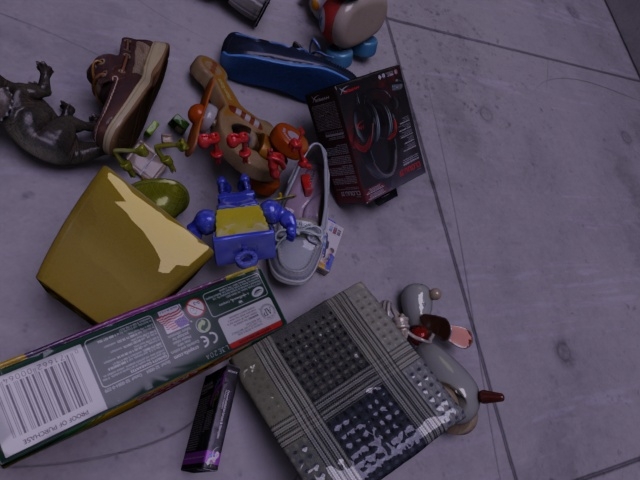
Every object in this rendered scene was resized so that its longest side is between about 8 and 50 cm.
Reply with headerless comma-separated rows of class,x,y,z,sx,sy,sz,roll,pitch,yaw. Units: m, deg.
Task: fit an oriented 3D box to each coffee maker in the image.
coffee maker,-0.205,-0.633,1.318,0.178,0.120,0.171,25,35,-19

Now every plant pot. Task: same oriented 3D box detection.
plant pot,-0.329,0.044,0.877,0.212,0.212,0.187,39,65,-8

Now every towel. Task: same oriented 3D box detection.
towel,0.043,0.263,0.971,0.312,0.056,0.324,-27,64,-20

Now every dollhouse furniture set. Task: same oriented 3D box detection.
dollhouse furniture set,-0.328,-0.187,1.085,0.076,0.058,0.152,38,74,-18

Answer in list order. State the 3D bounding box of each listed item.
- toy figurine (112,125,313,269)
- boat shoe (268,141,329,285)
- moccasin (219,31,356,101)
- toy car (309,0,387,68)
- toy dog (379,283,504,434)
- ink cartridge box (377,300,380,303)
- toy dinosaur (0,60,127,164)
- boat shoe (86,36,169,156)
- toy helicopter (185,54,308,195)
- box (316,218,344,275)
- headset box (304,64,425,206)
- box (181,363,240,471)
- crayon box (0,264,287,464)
toy figurine,-0.169,-0.046,0.937,0.361,0.191,0.217,-7,53,-12
boat shoe,-0.038,-0.059,1.122,0.118,0.103,0.321,13,57,2
moccasin,-0.062,-0.424,1.277,0.341,0.137,0.117,11,58,-26
toy car,0.032,-0.613,1.412,0.237,0.219,0.210,35,50,25
toy dog,0.271,0.239,1.126,0.220,0.160,0.334,-1,70,-65
ink cartridge box,0.067,0.196,1.108,0.150,0.063,0.109,-8,72,-32
toy dinosaur,-0.494,-0.205,0.957,0.313,0.120,0.161,48,48,-32
boat shoe,-0.383,-0.290,1.023,0.123,0.123,0.342,17,46,-14
toy helicopter,-0.199,-0.262,1.121,0.234,0.140,0.355,2,50,-48
box,0.000,0.000,1.183,0.081,0.028,0.136,29,59,-14
headset box,0.114,-0.228,1.249,0.218,0.110,0.294,-28,109,-35
box,-0.181,0.295,0.890,0.029,0.116,0.162,21,59,-22
crayon box,-0.272,0.183,0.767,0.362,0.313,0.106,-21,80,-35
